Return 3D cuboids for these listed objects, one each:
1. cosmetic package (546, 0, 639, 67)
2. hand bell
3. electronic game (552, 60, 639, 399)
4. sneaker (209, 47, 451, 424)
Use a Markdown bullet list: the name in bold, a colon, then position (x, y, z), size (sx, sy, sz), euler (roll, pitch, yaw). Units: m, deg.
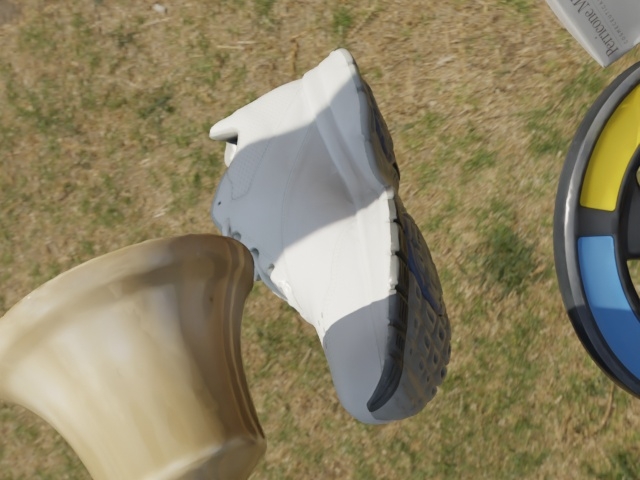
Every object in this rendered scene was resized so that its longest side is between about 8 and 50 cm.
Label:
- **cosmetic package**: position (0.266, -0.248, 0.683), size (0.231, 0.117, 0.085), euler (-39, 43, 17)
- **hand bell**: position (-0.031, 0.130, 0.357), size (0.126, 0.126, 0.242), euler (-40, 66, 24)
- **electronic game**: position (0.240, -0.007, 0.573), size (0.229, 0.048, 0.229), euler (-1, 92, -24)
- **sneaker**: position (0.000, 0.000, 0.591), size (0.129, 0.297, 0.111), euler (-21, 131, 7)
